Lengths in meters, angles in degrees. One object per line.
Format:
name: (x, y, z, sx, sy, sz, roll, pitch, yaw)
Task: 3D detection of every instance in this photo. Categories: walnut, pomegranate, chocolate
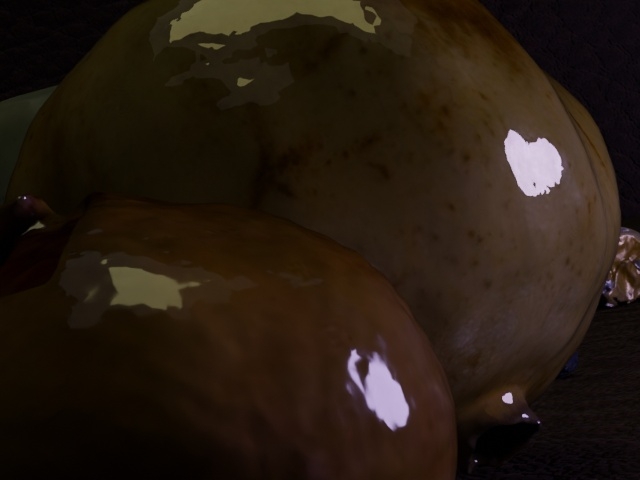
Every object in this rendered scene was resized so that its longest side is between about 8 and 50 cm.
walnut: (-0.065, 0.079, 0.649, 0.203, 0.203, 0.298, -10, 2, -18)
pomegranate: (0.000, 0.000, 0.906, 0.332, 0.333, 0.332, -10, 2, 0)
chocolate: (0.271, 0.029, 1.783, 0.085, 0.086, 0.219, -11, 2, -22)

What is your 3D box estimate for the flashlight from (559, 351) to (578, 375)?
flashlight: (0.152, 0.089, 1.299, 0.057, 0.035, 0.121, -10, 2, -36)

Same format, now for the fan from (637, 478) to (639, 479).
fan: (0.189, 0.119, 0.720, 0.294, 0.012, 0.223, -10, 3, -13)

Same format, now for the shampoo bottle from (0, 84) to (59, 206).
shampoo bottle: (-0.171, -0.008, 1.566, 0.322, 0.317, 0.322, -8, 1, 0)
